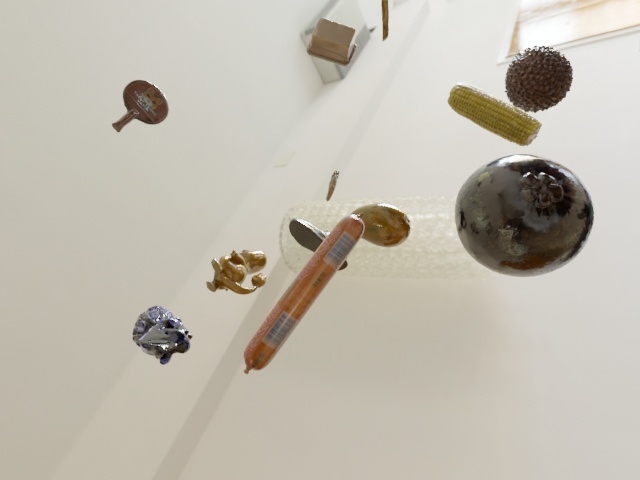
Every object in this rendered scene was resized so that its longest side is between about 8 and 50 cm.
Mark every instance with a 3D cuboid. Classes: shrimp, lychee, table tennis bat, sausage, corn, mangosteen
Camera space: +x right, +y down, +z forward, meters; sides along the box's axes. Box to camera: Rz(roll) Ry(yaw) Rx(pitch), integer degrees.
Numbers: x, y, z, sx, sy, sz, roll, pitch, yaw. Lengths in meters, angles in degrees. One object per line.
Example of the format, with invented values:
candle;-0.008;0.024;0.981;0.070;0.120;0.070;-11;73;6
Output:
shrimp;0.035;-0.171;1.311;0.059;0.023;0.108;119;170;-65
lychee;0.624;-0.461;1.184;0.188;0.188;0.188;-1;-89;-54
table tennis bat;-0.457;-0.295;0.995;0.107;0.119;0.170;49;-134;-25
sausage;-0.030;0.090;0.727;0.348;0.053;0.053;-54;-43;-3
corn;0.444;-0.328;1.075;0.081;0.248;0.081;-45;-20;-22
mangosteen;0.435;-0.049;0.919;0.288;0.287;0.288;-1;-89;-54

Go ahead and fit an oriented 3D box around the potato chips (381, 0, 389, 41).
potato chips;0.194;-0.698;1.234;0.037;0.026;0.204;20;-109;-78

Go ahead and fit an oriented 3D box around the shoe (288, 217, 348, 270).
shoe;0.000;0.000;1.578;0.275;0.103;0.098;40;-137;-14

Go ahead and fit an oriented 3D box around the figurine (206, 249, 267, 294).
figurine;-0.183;0.077;1.026;0.176;0.122;0.121;-37;-30;-56

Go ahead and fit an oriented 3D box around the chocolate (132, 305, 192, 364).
chocolate;-0.401;0.240;1.069;0.148;0.343;0.126;17;-103;-26

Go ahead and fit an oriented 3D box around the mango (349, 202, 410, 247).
mango;0.148;-0.043;1.052;0.089;0.163;0.111;-42;-27;-64

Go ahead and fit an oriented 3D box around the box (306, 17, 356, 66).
box;0.032;-0.521;1.084;0.062;0.122;0.089;107;-177;-66
